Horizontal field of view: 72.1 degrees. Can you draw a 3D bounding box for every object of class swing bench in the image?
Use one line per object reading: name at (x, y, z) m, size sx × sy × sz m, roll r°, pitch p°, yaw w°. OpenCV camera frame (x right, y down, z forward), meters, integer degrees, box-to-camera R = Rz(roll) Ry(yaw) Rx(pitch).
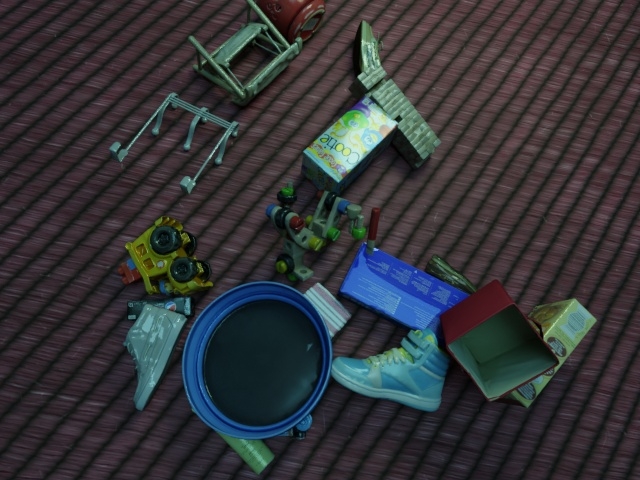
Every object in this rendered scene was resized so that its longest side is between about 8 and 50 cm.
swing bench at (-0.236, -0.590, 1.403) m, size 0.254 × 0.165 × 0.253 m, roll 41°, pitch 73°, yaw 1°

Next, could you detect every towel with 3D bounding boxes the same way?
towel at (-0.026, 0.234, 1.247) m, size 0.144 × 0.029 × 0.197 m, roll 44°, pitch 77°, yaw 8°

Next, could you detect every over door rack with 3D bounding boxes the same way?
over door rack at (-0.420, -0.283, 1.303) m, size 0.239 × 0.108 × 0.324 m, roll 24°, pitch 52°, yaw 1°

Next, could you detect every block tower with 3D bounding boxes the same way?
block tower at (0.238, -0.388, 1.382) m, size 0.091 × 0.097 × 0.335 m, roll -42°, pitch 98°, yaw -14°

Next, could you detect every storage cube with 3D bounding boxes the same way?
storage cube at (0.435, 0.241, 1.098) m, size 0.215 × 0.193 × 0.184 m, roll -38°, pitch 93°, yaw 15°

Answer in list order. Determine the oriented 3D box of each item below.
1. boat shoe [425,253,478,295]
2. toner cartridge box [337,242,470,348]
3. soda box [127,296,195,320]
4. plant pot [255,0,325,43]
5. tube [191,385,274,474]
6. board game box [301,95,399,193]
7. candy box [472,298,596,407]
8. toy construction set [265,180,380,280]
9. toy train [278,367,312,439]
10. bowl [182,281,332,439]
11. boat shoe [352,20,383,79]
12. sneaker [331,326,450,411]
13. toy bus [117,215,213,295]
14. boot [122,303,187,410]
boat shoe at (0.393, 0.116, 1.311) m, size 0.178 × 0.064 × 0.060 m, roll 39°, pitch 104°, yaw 8°
toner cartridge box at (0.238, 0.159, 1.269) m, size 0.347 × 0.075 × 0.165 m, roll 27°, pitch 74°, yaw 3°
soda box at (-0.433, 0.187, 1.199) m, size 0.168 × 0.060 × 0.054 m, roll -3°, pitch 79°, yaw -6°
plant pot at (-0.093, -0.765, 1.458) m, size 0.191 × 0.191 × 0.174 m, roll -43°, pitch 90°, yaw -16°
tube at (-0.222, 0.490, 1.134) m, size 0.240 × 0.062 × 0.070 m, roll 43°, pitch 33°, yaw 13°
board game box at (0.086, -0.281, 1.349) m, size 0.142 × 0.144 × 0.275 m, roll 42°, pitch 73°, yaw 8°
candy box at (0.579, 0.305, 1.203) m, size 0.316 × 0.183 × 0.087 m, roll -41°, pitch 83°, yaw -15°
toy construction set at (0.000, 0.000, 1.242) m, size 0.308 × 0.257 × 0.238 m, roll 11°, pitch 116°, yaw 14°
toy train at (-0.076, 0.424, 1.157) m, size 0.105 × 0.080 × 0.184 m, roll -2°, pitch 72°, yaw 1°
bowl at (-0.159, 0.304, 1.139) m, size 0.390 × 0.077 × 0.392 m, roll -3°, pitch 65°, yaw 7°
boat shoe at (0.166, -0.598, 1.482) m, size 0.089 × 0.104 × 0.286 m, roll -1°, pitch 84°, yaw -11°
sneaker at (0.193, 0.309, 1.164) m, size 0.318 × 0.127 × 0.208 m, roll 17°, pitch 98°, yaw -10°
toy bus at (-0.432, 0.076, 1.199) m, size 0.211 × 0.149 × 0.220 m, roll -32°, pitch 81°, yaw 0°
boot at (-0.451, 0.295, 1.133) m, size 0.123 × 0.095 × 0.259 m, roll 23°, pitch 82°, yaw -4°
